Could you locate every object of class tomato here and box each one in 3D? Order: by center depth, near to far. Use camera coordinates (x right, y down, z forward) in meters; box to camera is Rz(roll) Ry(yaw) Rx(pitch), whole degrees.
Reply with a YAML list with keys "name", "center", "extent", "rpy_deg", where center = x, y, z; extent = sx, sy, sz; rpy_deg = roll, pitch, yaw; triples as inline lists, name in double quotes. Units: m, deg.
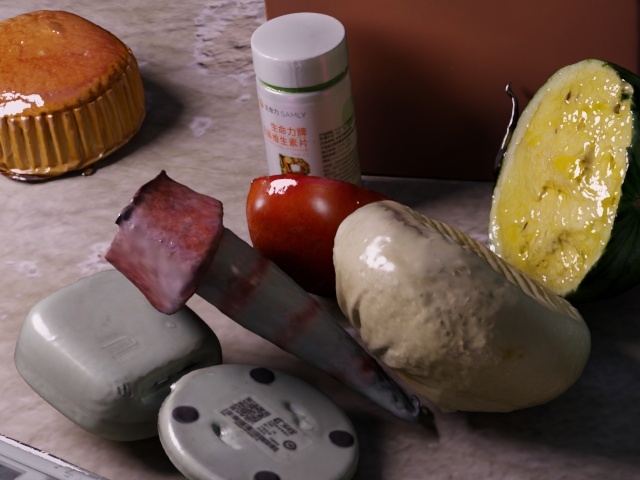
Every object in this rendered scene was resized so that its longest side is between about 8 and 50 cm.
- name: "tomato"
  center: [0.000, 0.000, 1.584]
  extent: [0.139, 0.159, 0.091]
  rpy_deg: [8, 78, 11]

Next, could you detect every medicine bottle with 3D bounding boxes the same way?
- name: "medicine bottle"
  center: [-0.010, -0.105, 1.669]
  extent: [0.086, 0.183, 0.086]
  rpy_deg: [-5, 36, 4]

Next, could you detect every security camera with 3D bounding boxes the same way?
- name: "security camera"
  center: [-0.105, 0.130, 1.459]
  extent: [0.301, 0.080, 0.157]
  rpy_deg: [33, 35, 27]

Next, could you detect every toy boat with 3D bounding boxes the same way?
- name: "toy boat"
  center: [-0.035, 0.054, 1.491]
  extent: [0.282, 0.096, 0.206]
  rpy_deg: [32, 6, 0]

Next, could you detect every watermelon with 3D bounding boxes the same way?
- name: "watermelon"
  center: [0.235, -0.043, 1.555]
  extent: [0.127, 0.204, 0.232]
  rpy_deg: [11, -9, -22]

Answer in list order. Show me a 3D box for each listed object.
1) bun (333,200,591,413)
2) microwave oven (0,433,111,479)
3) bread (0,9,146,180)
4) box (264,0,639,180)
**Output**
- name: "bun"
  center: [0.099, 0.063, 1.455]
  extent: [0.222, 0.127, 0.222]
  rpy_deg: [29, 5, -3]
- name: "microwave oven"
  center: [-0.200, 0.227, 1.268]
  extent: [0.208, 0.162, 0.122]
  rpy_deg: [16, 41, 35]
- name: "bread"
  center: [-0.275, -0.152, 1.845]
  extent: [0.199, 0.104, 0.199]
  rpy_deg: [-6, 38, 4]
- name: "box"
  center: [0.147, -0.215, 1.753]
  extent: [0.339, 0.239, 0.229]
  rpy_deg: [4, 35, 16]
